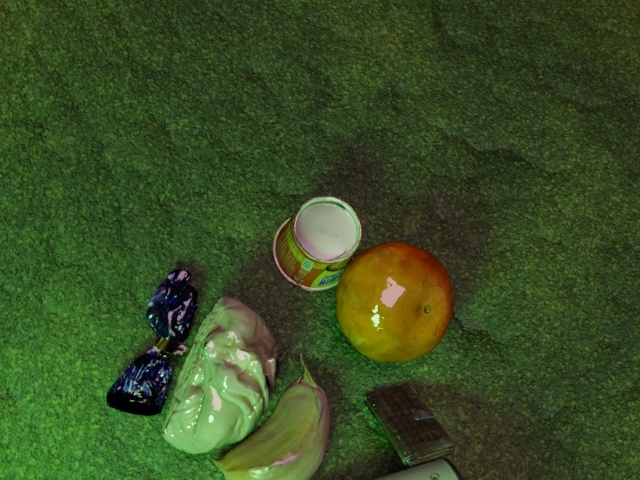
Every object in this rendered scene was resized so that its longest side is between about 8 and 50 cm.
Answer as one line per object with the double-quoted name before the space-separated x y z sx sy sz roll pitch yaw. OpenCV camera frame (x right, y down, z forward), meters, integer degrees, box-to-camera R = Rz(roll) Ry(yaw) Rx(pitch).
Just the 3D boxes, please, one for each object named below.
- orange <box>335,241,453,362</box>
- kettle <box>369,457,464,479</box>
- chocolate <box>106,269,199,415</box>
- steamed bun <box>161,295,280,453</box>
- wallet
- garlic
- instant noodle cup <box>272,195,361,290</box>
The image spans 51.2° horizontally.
"orange" 0.174 0.145 1.551 0.284 0.226 0.283 -1 93 -27
"kettle" 0.144 0.637 1.325 0.377 0.249 0.361 -16 32 -10
"chocolate" -0.349 0.223 1.500 0.149 0.126 0.343 2 58 28
"steamed bun" -0.192 0.297 1.432 0.206 0.275 0.319 26 105 -15
"wallet" 0.195 0.410 1.504 0.125 0.230 0.042 -10 115 -17
"garlic" -0.068 0.419 1.476 0.196 0.151 0.338 34 67 14
"instant noodle cup" 0.000 0.000 1.601 0.214 0.174 0.213 4 71 -11
